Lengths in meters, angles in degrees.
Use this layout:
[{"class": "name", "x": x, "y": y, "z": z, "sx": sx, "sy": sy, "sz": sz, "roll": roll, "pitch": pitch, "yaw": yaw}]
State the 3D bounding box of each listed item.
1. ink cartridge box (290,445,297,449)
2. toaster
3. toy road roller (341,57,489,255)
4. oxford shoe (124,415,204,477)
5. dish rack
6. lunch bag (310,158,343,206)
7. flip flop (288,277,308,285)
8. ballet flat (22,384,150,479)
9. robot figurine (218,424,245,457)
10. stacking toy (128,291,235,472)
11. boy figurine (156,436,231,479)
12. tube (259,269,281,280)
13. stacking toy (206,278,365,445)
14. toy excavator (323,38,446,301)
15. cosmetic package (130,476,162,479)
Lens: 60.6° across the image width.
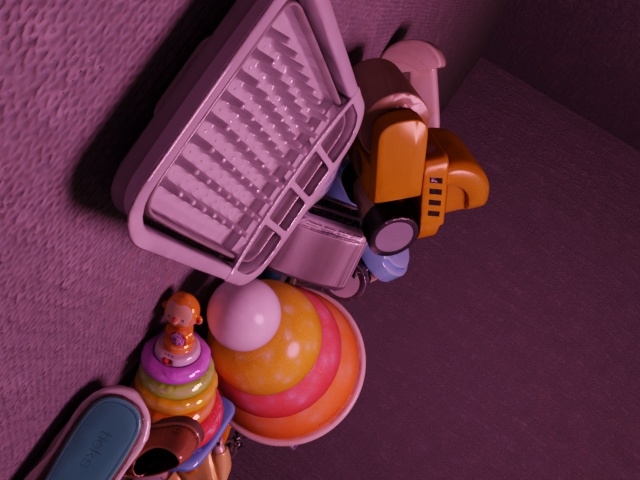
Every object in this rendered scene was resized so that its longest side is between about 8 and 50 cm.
[{"class": "ink cartridge box", "x": -0.109, "y": 0.349, "z": 1.501, "sx": 0.304, "sy": 0.307, "sz": 0.072, "roll": -55, "pitch": 174, "yaw": -8}, {"class": "toaster", "x": 0.000, "y": 0.000, "z": 1.077, "sx": 0.129, "sy": 0.226, "sz": 0.147, "roll": -90, "pitch": -157, "yaw": -54}, {"class": "toy road roller", "x": 0.170, "y": -0.152, "z": 0.969, "sx": 0.203, "sy": 0.240, "sz": 0.330, "roll": -109, "pitch": -170, "yaw": -45}, {"class": "oxford shoe", "x": -0.277, "y": 0.317, "z": 0.809, "sx": 0.212, "sy": 0.076, "sz": 0.076, "roll": -22, "pitch": -165, "yaw": 21}, {"class": "dish rack", "x": -0.073, "y": -0.101, "z": 0.594, "sx": 0.286, "sy": 0.072, "sz": 0.333, "roll": -55, "pitch": 164, "yaw": -3}, {"class": "lunch bag", "x": -0.030, "y": -0.101, "z": 0.914, "sx": 0.129, "sy": 0.096, "sz": 0.151, "roll": -44, "pitch": 156, "yaw": -59}, {"class": "flip flop", "x": -0.019, "y": 0.071, "z": 1.758, "sx": 0.277, "sy": 0.080, "sz": 0.112, "roll": -55, "pitch": 172, "yaw": -8}, {"class": "ballet flat", "x": -0.370, "y": 0.371, "z": 0.727, "sx": 0.400, "sy": 0.139, "sz": 0.139, "roll": -55, "pitch": 172, "yaw": -16}, {"class": "robot figurine", "x": -0.294, "y": 0.465, "z": 1.350, "sx": 0.085, "sy": 0.211, "sz": 0.291, "roll": -15, "pitch": -166, "yaw": 41}, {"class": "stacking toy", "x": -0.224, "y": 0.202, "z": 0.863, "sx": 0.166, "sy": 0.175, "sz": 0.302, "roll": -50, "pitch": 160, "yaw": -54}, {"class": "boy figurine", "x": -0.278, "y": 0.500, "z": 1.203, "sx": 0.177, "sy": 0.286, "sz": 0.092, "roll": -22, "pitch": -175, "yaw": 8}, {"class": "tube", "x": -0.126, "y": 0.098, "z": 1.347, "sx": 0.080, "sy": 0.052, "sz": 0.207, "roll": -45, "pitch": 173, "yaw": -34}, {"class": "stacking toy", "x": -0.092, "y": 0.179, "z": 1.022, "sx": 0.351, "sy": 0.350, "sz": 0.480, "roll": -53, "pitch": 161, "yaw": -18}, {"class": "toy excavator", "x": 0.143, "y": -0.145, "z": 1.200, "sx": 0.444, "sy": 0.433, "sz": 0.222, "roll": -28, "pitch": -175, "yaw": 26}, {"class": "cosmetic package", "x": -0.482, "y": 0.749, "z": 1.421, "sx": 0.230, "sy": 0.161, "sz": 0.453, "roll": -56, "pitch": 173, "yaw": 4}]
